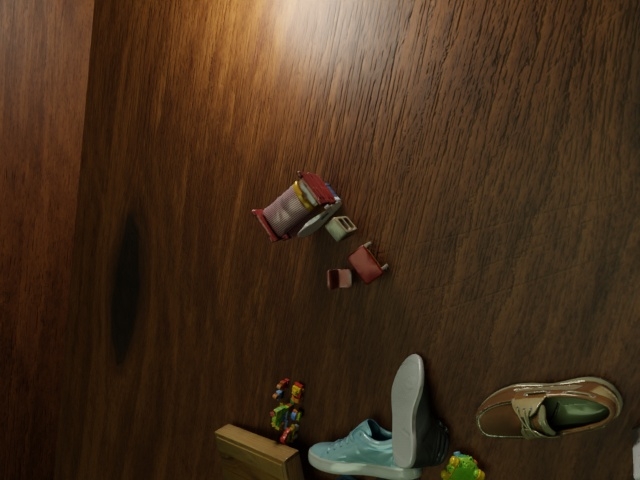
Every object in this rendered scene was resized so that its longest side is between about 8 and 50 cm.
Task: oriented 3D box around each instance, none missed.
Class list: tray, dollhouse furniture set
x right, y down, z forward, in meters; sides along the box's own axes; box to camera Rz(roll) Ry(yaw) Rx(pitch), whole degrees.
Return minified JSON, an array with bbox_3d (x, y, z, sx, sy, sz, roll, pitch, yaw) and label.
[{"bbox_3d":[-0.221,0.804,1.493,0.410,0.076,0.203,-8,94,45],"label":"tray"},{"bbox_3d":[0.000,0.000,1.246,0.201,0.152,0.374,-39,81,20],"label":"dollhouse furniture set"}]

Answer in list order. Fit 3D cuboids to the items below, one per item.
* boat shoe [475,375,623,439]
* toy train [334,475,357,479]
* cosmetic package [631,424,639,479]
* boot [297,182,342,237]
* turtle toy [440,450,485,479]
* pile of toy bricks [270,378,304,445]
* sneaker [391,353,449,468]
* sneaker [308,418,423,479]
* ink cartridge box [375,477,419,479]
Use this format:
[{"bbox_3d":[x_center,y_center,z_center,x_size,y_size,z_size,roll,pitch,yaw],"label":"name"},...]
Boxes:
[{"bbox_3d":[0.514,0.398,0.983,0.324,0.120,0.123,-31,74,32],"label":"boat shoe"},{"bbox_3d":[0.092,0.840,1.330,0.105,0.080,0.184,4,97,44],"label":"toy train"},{"bbox_3d":[0.797,0.324,0.718,0.453,0.230,0.161,-50,65,25],"label":"cosmetic package"},{"bbox_3d":[-0.018,-0.096,1.372,0.190,0.069,0.086,-41,65,20],"label":"boot"},{"bbox_3d":[0.370,0.619,1.127,0.095,0.066,0.130,27,111,6],"label":"turtle toy"},{"bbox_3d":[-0.132,0.591,1.453,0.118,0.105,0.212,16,101,34],"label":"pile of toy bricks"},{"bbox_3d":[0.282,0.476,1.171,0.104,0.146,0.296,-28,44,49],"label":"sneaker"},{"bbox_3d":[0.125,0.611,1.273,0.365,0.135,0.150,-10,79,26],"label":"sneaker"},{"bbox_3d":[0.234,0.788,1.227,0.127,0.072,0.175,-14,85,34],"label":"ink cartridge box"}]
